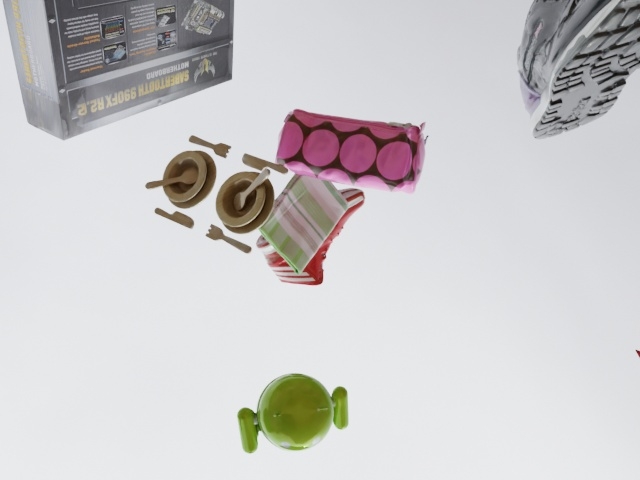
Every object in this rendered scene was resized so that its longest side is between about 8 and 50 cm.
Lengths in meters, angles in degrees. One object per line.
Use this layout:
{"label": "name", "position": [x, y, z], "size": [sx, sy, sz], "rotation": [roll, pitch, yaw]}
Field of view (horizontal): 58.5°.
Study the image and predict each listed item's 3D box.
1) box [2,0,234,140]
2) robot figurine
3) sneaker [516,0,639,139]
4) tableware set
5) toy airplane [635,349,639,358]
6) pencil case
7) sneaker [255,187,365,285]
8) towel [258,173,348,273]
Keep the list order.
{"label": "box", "position": [-0.174, -0.219, 0.540], "size": [0.056, 0.183, 0.231], "rotation": [27, -140, 22]}
{"label": "robot figurine", "position": [-0.025, 0.155, 0.520], "size": [0.101, 0.115, 0.067], "rotation": [-8, -105, -12]}
{"label": "sneaker", "position": [0.234, -0.198, 0.526], "size": [0.107, 0.283, 0.124], "rotation": [-17, -101, 1]}
{"label": "tableware set", "position": [-0.145, -0.072, 0.761], "size": [0.194, 0.039, 0.128], "rotation": [22, -94, 31]}
{"label": "toy airplane", "position": [0.382, 0.176, 0.602], "size": [0.028, 0.151, 0.151], "rotation": [-29, -116, -2]}
{"label": "pencil case", "position": [0.041, -0.129, 0.794], "size": [0.209, 0.098, 0.095], "rotation": [10, -145, 12]}
{"label": "sneaker", "position": [0.000, 0.000, 1.055], "size": [0.221, 0.128, 0.087], "rotation": [-29, -156, -9]}
{"label": "towel", "position": [-0.022, -0.039, 0.888], "size": [0.113, 0.023, 0.152], "rotation": [49, -120, -26]}
